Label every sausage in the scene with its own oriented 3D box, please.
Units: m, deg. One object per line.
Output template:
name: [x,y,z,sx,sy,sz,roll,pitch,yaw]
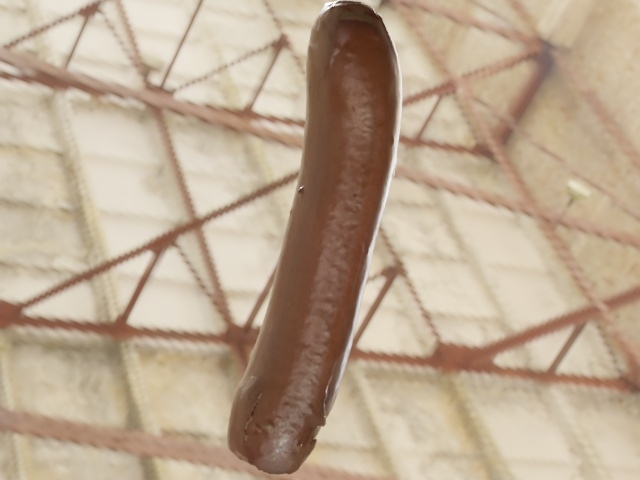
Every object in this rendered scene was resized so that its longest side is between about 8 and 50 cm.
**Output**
sausage: [0.000,0.000,0.611,0.043,0.186,0.043,12,-173,-2]
